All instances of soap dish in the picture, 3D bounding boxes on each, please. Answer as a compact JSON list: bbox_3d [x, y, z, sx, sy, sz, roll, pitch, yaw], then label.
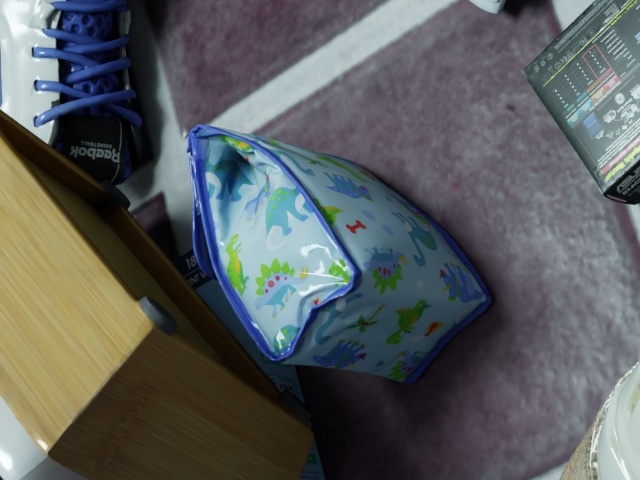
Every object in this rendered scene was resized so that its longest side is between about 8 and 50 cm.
[{"bbox_3d":[-0.144,0.043,1.087,0.118,0.229,0.291,-45,54,3],"label":"soap dish"}]

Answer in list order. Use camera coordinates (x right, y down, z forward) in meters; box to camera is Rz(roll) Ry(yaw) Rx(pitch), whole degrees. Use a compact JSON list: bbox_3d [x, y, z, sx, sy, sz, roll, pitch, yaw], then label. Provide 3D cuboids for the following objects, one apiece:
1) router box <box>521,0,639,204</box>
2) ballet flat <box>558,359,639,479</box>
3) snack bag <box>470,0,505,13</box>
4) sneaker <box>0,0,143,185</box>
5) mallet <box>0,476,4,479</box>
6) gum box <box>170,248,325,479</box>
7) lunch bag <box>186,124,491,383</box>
[{"bbox_3d":[0.178,-0.093,1.011,0.122,0.038,0.092,-44,56,25],"label":"router box"},{"bbox_3d":[0.186,0.051,0.737,0.316,0.106,0.107,-40,58,27],"label":"ballet flat"},{"bbox_3d":[0.036,-0.348,1.077,0.342,0.037,0.323,39,124,26],"label":"snack bag"},{"bbox_3d":[-0.163,-0.136,1.260,0.182,0.127,0.315,50,120,30],"label":"sneaker"},{"bbox_3d":[-0.162,0.183,1.207,0.189,0.039,0.062,4,85,59],"label":"mallet"},{"bbox_3d":[-0.082,0.110,1.185,0.157,0.041,0.184,-31,64,31],"label":"gum box"},{"bbox_3d":[0.000,0.000,1.082,0.096,0.129,0.151,-46,57,23],"label":"lunch bag"}]
